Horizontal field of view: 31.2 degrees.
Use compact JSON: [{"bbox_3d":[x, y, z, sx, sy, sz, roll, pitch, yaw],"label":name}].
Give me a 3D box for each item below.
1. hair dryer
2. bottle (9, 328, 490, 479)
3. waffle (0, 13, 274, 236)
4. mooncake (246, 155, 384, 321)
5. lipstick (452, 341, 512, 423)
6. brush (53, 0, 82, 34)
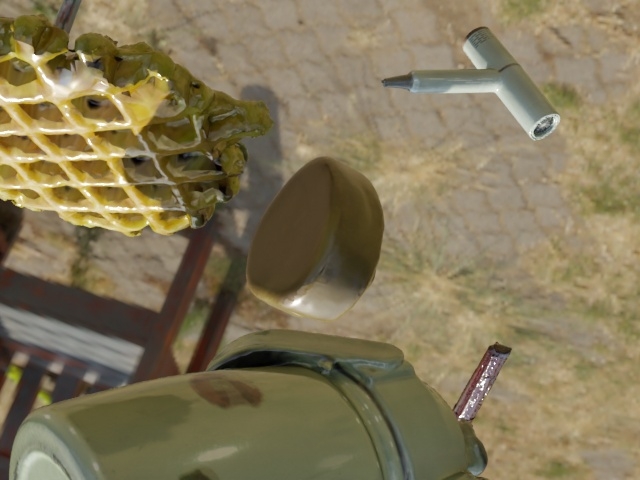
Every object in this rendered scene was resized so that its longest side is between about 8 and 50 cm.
[{"bbox_3d":[0.156,-0.165,1.280,0.183,0.155,0.044,-15,144,-26],"label":"hair dryer"},{"bbox_3d":[-0.041,0.182,0.873,0.351,0.229,0.229,-13,168,-34],"label":"bottle"},{"bbox_3d":[-0.171,-0.073,0.798,0.254,0.052,0.245,21,152,-26],"label":"waffle"},{"bbox_3d":[0.000,0.000,1.603,0.117,0.235,0.235,25,150,-26],"label":"mooncake"},{"bbox_3d":[0.153,0.159,1.153,0.027,0.027,0.176,18,137,1],"label":"lipstick"},{"bbox_3d":[-0.269,-0.278,1.271,0.071,0.301,0.084,19,176,-20],"label":"brush"}]
